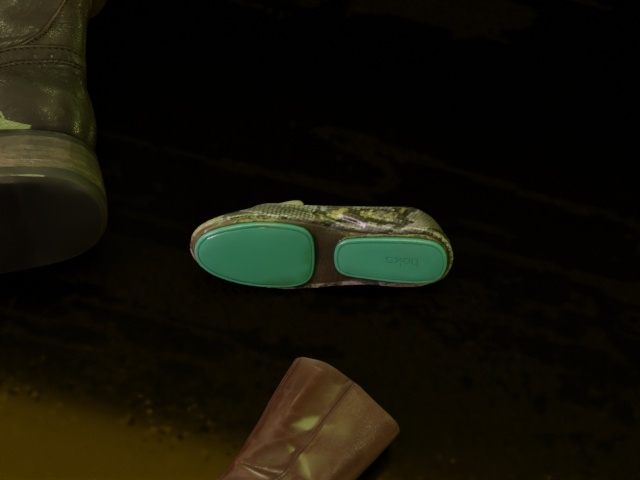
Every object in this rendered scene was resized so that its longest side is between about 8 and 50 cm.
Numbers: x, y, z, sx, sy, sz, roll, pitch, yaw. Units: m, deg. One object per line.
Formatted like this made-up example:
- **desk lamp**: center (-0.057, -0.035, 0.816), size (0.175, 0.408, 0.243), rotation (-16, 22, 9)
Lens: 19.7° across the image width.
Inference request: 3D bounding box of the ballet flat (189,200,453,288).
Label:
- **ballet flat**: center (0.000, 0.000, 0.809), size (0.114, 0.041, 0.041), rotation (3, 59, -4)

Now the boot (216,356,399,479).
- **boot**: center (0.006, 0.109, 0.745), size (0.106, 0.037, 0.114), rotation (34, 58, 12)

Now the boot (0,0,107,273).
- **boot**: center (-0.206, -0.093, 0.825), size (0.262, 0.091, 0.229), rotation (1, 54, -9)
